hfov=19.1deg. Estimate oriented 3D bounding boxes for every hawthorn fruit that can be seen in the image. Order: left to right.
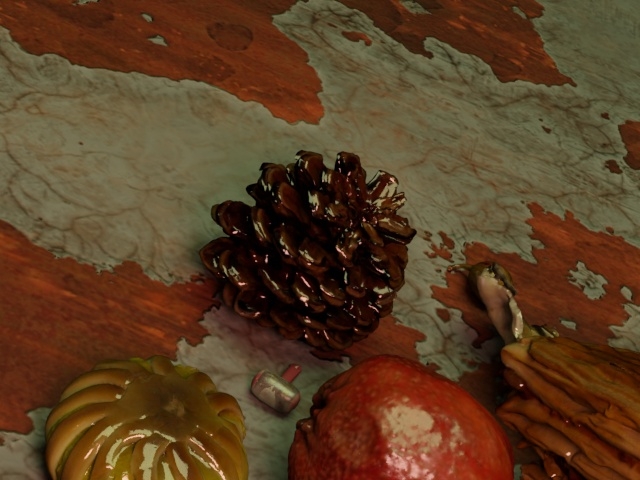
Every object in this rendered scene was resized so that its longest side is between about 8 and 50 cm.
[{"bbox_3d":[0.093,0.227,1.789,0.253,0.205,0.205,35,35,-5],"label":"hawthorn fruit"}]

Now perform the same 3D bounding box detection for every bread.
[{"bbox_3d":[-0.156,0.186,1.758,0.213,0.104,0.213,14,38,-11],"label":"bread"},{"bbox_3d":[0.337,0.214,1.813,0.325,0.167,0.277,15,10,-38],"label":"bread"}]

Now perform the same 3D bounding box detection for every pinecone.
[{"bbox_3d":[0.000,0.000,2.002,0.221,0.221,0.221,17,37,-13],"label":"pinecone"}]

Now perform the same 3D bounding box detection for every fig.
[{"bbox_3d":[0.185,0.043,2.202,0.083,0.050,0.050,27,30,36],"label":"fig"}]

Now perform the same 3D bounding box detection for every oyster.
[{"bbox_3d":[0.287,0.172,2.063,0.354,0.107,0.201,42,6,30],"label":"oyster"}]

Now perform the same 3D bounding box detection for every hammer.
[{"bbox_3d":[-0.037,0.145,1.949,0.053,0.031,0.083,34,26,6],"label":"hammer"}]
